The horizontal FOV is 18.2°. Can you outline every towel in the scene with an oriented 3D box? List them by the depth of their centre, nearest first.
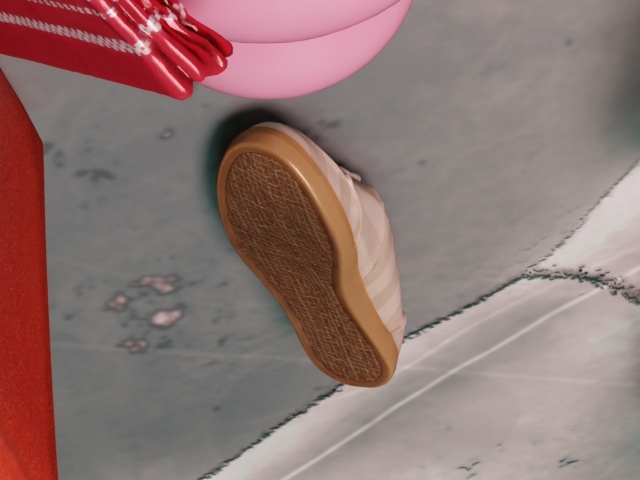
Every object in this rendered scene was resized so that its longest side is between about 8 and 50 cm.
[{"bbox_3d":[-0.162,-0.155,0.698,0.031,0.199,0.275,-51,123,-15],"label":"towel"}]

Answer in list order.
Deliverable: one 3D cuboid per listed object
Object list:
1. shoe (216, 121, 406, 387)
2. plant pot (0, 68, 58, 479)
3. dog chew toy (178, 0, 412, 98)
[{"bbox_3d":[0.000,0.000,1.104,0.076,0.058,0.219,10,147,24],"label":"shoe"},{"bbox_3d":[-0.273,-0.022,0.833,0.267,0.267,0.236,-13,133,2],"label":"plant pot"},{"bbox_3d":[-0.021,-0.170,0.745,0.206,0.207,0.332,-9,152,-4],"label":"dog chew toy"}]
